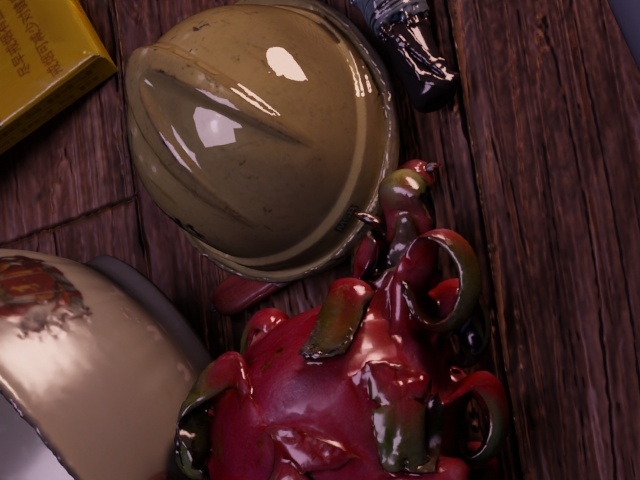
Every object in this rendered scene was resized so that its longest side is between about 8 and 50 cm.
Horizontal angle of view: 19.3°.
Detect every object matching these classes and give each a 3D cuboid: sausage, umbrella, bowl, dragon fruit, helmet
[{"bbox_3d":[0.000,0.000,1.350,0.223,0.029,0.029,-33,65,29],"label":"sausage"},{"bbox_3d":[0.035,-0.199,1.338,0.053,0.052,0.250,103,148,-64],"label":"umbrella"},{"bbox_3d":[-0.171,0.115,1.351,0.157,0.337,0.337,-39,51,-22],"label":"bowl"},{"bbox_3d":[0.031,0.115,1.224,0.273,0.198,0.218,-45,27,-2],"label":"dragon fruit"},{"bbox_3d":[-0.074,-0.093,1.331,0.257,0.137,0.204,44,107,42],"label":"helmet"}]

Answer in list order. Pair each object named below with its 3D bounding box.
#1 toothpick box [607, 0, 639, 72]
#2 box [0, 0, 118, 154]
[{"bbox_3d":[0.270,-0.163,1.053,0.263,0.263,0.355,-34,63,29],"label":"toothpick box"},{"bbox_3d":[-0.315,-0.120,1.548,0.279,0.041,0.153,-35,62,6],"label":"box"}]
